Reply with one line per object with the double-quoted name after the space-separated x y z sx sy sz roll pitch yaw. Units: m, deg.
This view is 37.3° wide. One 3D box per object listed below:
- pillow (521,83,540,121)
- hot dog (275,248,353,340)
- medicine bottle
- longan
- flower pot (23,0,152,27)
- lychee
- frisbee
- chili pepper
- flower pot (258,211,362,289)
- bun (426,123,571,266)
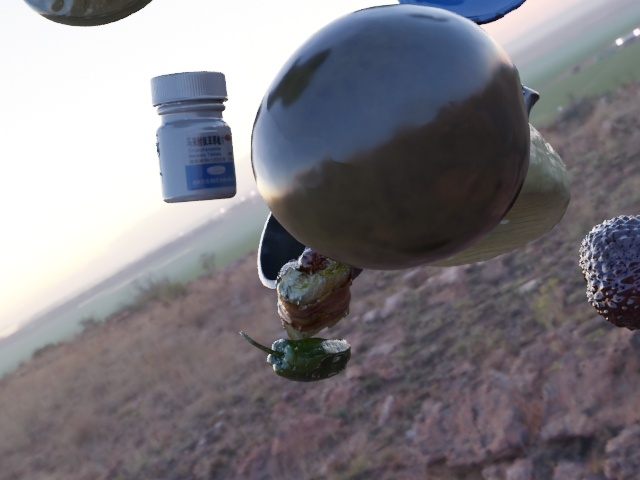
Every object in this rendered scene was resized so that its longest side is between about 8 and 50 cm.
0.416 -0.283 2.026 0.055 0.091 0.135 -18 46 50 "pillow"
-0.011 0.081 1.562 0.146 0.103 0.213 -27 -27 -22 "hot dog"
-0.167 -0.135 1.254 0.105 0.168 0.105 -6 3 0 "medicine bottle"
0.081 -0.113 1.062 0.319 0.318 0.319 -30 5 3 "longan"
-0.300 -0.400 1.091 0.307 0.307 0.244 -31 -23 -8 "flower pot"
0.667 0.057 1.927 0.271 0.271 0.271 -30 5 3 "lychee"
0.238 -0.432 1.571 0.242 0.242 0.045 -31 -33 -12 "frisbee"
-0.032 0.189 1.500 0.204 0.072 0.073 5 9 -42 "chili pepper"
0.000 0.000 1.974 0.269 0.166 0.269 -40 38 41 "flower pot"
0.193 -0.095 1.443 0.349 0.227 0.352 -14 -17 10 "bun"
